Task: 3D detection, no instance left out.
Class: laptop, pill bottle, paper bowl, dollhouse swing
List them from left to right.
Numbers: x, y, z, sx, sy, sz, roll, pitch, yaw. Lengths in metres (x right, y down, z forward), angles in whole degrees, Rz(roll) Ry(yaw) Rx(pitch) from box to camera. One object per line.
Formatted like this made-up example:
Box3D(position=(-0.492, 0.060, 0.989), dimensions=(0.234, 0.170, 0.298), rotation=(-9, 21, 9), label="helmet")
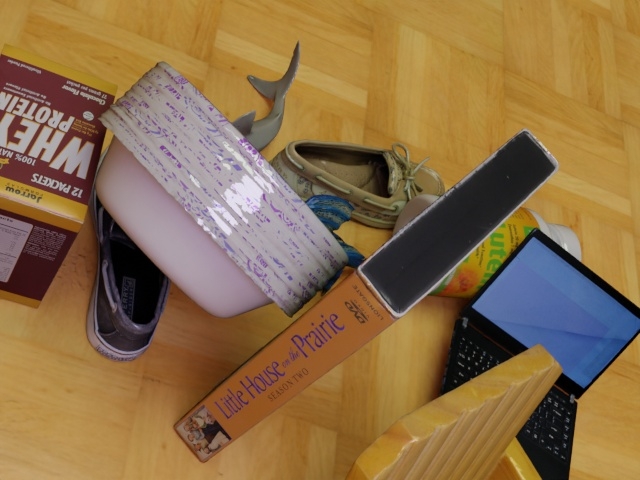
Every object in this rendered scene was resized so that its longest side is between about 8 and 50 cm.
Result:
Box3D(position=(-0.116, -0.033, 1.086), dimensions=(0.148, 0.284, 0.284), rotation=(-43, 86, -4), label="paper bowl")
Box3D(position=(0.165, 0.336, 1.110), dimensions=(0.347, 0.305, 0.315), rotation=(-19, 71, -38), label="dollhouse swing")
Box3D(position=(0.234, 0.016, 1.466), dimensions=(0.246, 0.136, 0.136), rotation=(6, 58, -27), label="pill bottle")
Box3D(position=(0.296, 0.167, 1.380), dimensions=(0.234, 0.136, 0.264), rotation=(35, 49, -20), label="laptop")

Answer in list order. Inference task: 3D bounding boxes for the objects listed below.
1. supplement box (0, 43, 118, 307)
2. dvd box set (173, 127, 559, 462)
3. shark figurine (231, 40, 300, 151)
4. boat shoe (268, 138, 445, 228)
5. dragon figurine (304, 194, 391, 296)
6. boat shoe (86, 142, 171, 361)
Box3D(position=(-0.326, -0.066, 1.157), dimensions=(0.129, 0.194, 0.191), rotation=(19, 53, -19), label="supplement box")
Box3D(position=(0.038, 0.067, 1.132), dimensions=(0.062, 0.420, 0.307), rotation=(50, 50, 3), label="dvd box set")
Box3D(position=(-0.100, -0.158, 1.405), dimensions=(0.278, 0.116, 0.166), rotation=(-29, 79, -38), label="shark figurine")
Box3D(position=(0.063, -0.083, 1.463), dimensions=(0.285, 0.089, 0.104), rotation=(1, 59, -30), label="boat shoe")
Box3D(position=(0.000, 0.000, 1.336), dimensions=(0.289, 0.144, 0.085), rotation=(4, 59, -28), label="dragon figurine")
Box3D(position=(-0.217, -0.012, 1.245), dimensions=(0.108, 0.102, 0.301), rotation=(15, 54, -21), label="boat shoe")
